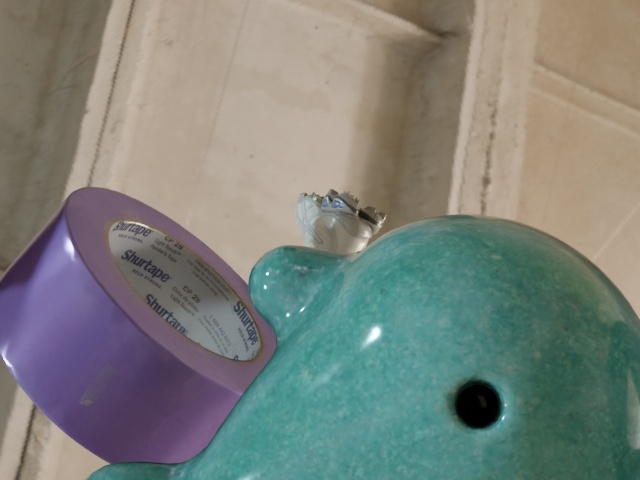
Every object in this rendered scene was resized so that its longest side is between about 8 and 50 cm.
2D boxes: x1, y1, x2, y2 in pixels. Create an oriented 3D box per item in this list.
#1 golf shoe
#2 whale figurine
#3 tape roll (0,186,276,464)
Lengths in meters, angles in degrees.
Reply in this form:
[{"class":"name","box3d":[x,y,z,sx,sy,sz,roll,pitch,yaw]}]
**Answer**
[{"class":"golf shoe","box3d":[0.000,0.000,0.899,0.069,0.176,0.086,27,-97,-10]},{"class":"whale figurine","box3d":[0.020,0.096,0.405,0.272,0.141,0.216,-25,-101,-1]},{"class":"tape roll","box3d":[-0.109,0.058,0.590,0.189,0.189,0.080,37,-75,-23]}]
